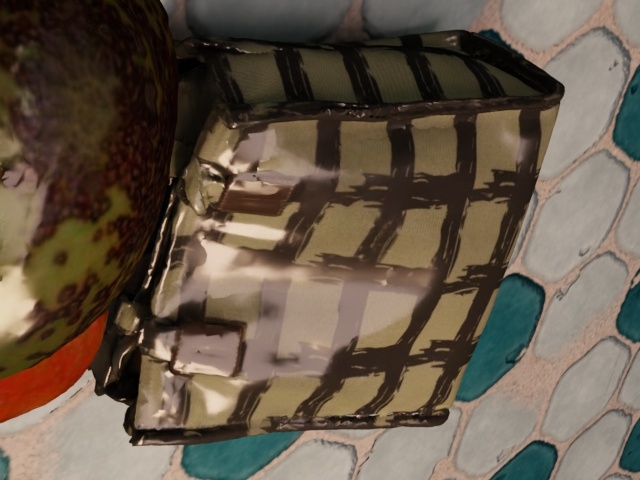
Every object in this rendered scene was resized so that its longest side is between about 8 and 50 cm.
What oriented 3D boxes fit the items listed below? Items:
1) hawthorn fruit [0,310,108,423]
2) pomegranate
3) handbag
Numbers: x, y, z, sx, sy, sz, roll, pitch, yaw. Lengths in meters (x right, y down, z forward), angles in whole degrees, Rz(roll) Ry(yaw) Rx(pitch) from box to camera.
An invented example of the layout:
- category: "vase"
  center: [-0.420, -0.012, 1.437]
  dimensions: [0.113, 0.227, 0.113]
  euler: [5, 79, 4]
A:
- category: "hawthorn fruit"
  center: [-0.231, 0.044, 0.788]
  dimensions: [0.202, 0.185, 0.185]
  euler: [-43, 150, 24]
- category: "pomegranate"
  center: [-0.201, -0.104, 0.557]
  dimensions: [0.285, 0.285, 0.340]
  euler: [-17, 113, -39]
- category: "handbag"
  center: [0.000, 0.000, 1.018]
  dimensions: [0.327, 0.162, 0.325]
  euler: [-5, 122, -39]
